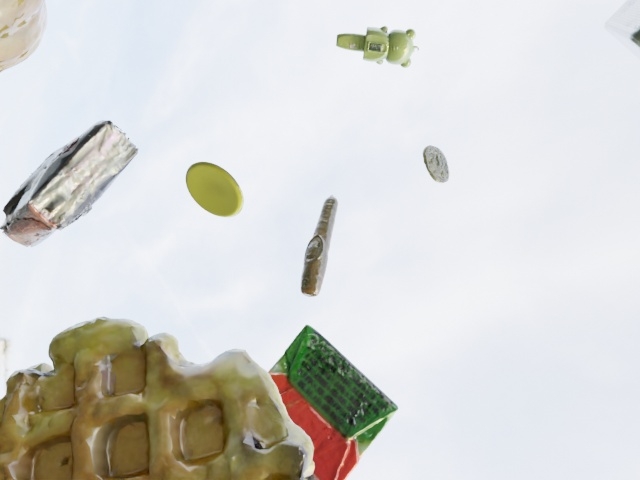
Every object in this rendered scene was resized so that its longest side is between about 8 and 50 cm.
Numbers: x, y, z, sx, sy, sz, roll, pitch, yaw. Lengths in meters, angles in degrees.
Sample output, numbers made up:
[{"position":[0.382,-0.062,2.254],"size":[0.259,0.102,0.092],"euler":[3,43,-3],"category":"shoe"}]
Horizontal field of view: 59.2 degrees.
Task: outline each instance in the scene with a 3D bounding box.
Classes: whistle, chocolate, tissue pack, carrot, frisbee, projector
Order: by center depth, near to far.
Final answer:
[{"position":[0.576,-0.311,0.899],"size":[0.192,0.256,0.099],"euler":[41,-61,-4],"category":"projector"},{"position":[-0.534,-0.109,1.163],"size":[0.123,0.245,0.332],"euler":[46,-30,-23],"category":"tissue pack"},{"position":[0.156,-0.534,1.542],"size":[0.227,0.085,0.105],"euler":[7,-60,4],"category":"whistle"},{"position":[0.001,0.000,1.585],"size":[0.070,0.070,0.342],"euler":[-17,-132,41],"category":"carrot"},{"position":[-0.024,0.488,1.609],"size":[0.360,0.341,0.161],"euler":[42,-28,5],"category":"chocolate"},{"position":[-0.375,-0.174,1.980],"size":[0.236,0.017,0.236],"euler":[16,-46,17],"category":"frisbee"}]

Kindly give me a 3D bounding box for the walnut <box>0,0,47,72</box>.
[{"position":[-0.419,-0.276,0.556],"size":[0.296,0.285,0.285],"euler":[-47,-113,37],"category":"walnut"}]

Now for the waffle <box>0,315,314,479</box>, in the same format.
[{"position":[-0.115,0.188,0.278],"size":[0.300,0.282,0.058],"euler":[50,-11,27],"category":"waffle"}]

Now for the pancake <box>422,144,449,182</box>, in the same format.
[{"position":[0.295,-0.193,1.429],"size":[0.017,0.108,0.108],"euler":[-22,-98,46],"category":"pancake"}]
